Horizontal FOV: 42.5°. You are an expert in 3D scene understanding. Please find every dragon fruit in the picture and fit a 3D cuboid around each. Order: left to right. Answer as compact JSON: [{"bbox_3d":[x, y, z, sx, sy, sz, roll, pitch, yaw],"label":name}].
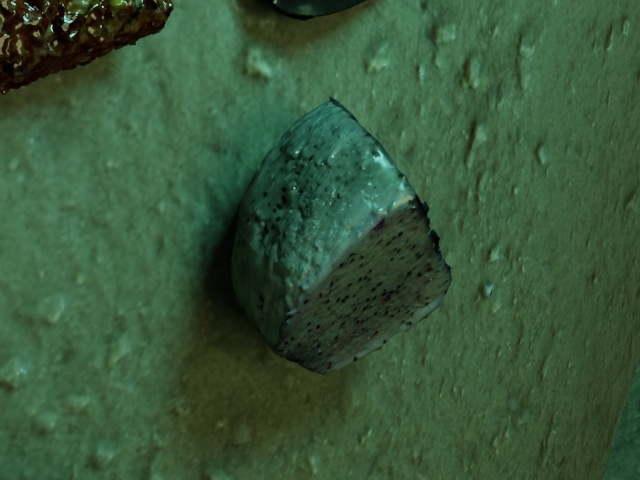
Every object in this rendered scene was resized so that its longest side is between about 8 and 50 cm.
[{"bbox_3d":[0.000,0.000,0.903,0.221,0.204,0.283,-41,150,0],"label":"dragon fruit"}]

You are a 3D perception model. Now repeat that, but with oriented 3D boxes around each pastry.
[{"bbox_3d":[-0.217,-0.187,0.670,0.208,0.115,0.097,-32,109,-38],"label":"pastry"}]

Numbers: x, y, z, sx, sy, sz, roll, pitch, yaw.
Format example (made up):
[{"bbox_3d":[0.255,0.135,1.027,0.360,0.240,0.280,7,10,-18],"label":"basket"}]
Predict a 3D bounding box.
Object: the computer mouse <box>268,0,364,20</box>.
[{"bbox_3d":[0.031,-0.351,0.928,0.295,0.087,0.168,-35,120,-42],"label":"computer mouse"}]
